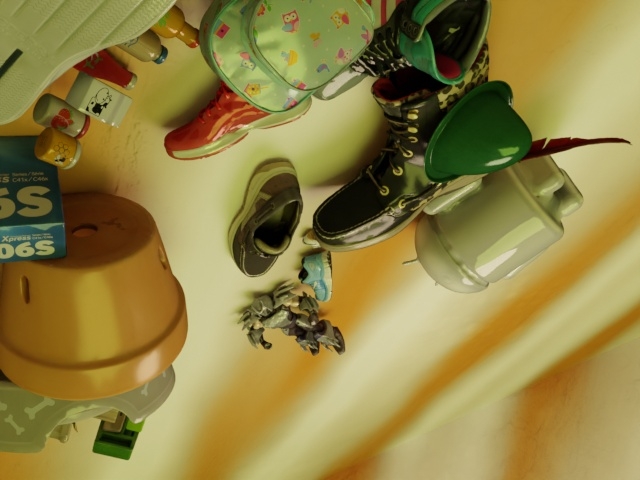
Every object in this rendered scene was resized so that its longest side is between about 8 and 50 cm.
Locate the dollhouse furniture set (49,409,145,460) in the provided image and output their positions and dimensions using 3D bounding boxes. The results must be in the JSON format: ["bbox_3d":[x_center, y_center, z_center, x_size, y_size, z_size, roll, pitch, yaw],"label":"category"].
[{"bbox_3d":[-0.530,0.339,1.385,0.302,0.151,0.197,18,122,-12],"label":"dollhouse furniture set"}]

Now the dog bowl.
[{"bbox_3d":[-0.427,0.213,1.054,0.349,0.349,0.102,-8,107,-21],"label":"dog bowl"}]

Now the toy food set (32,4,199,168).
[{"bbox_3d":[-0.250,-0.188,0.753,0.105,0.111,0.232,25,95,-50],"label":"toy food set"}]

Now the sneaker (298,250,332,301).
[{"bbox_3d":[-0.011,0.076,1.338,0.073,0.063,0.162,-1,142,2],"label":"sneaker"}]

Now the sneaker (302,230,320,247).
[{"bbox_3d":[0.000,0.000,1.253,0.083,0.031,0.037,13,146,-35],"label":"sneaker"}]

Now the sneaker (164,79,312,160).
[{"bbox_3d":[-0.134,-0.204,0.865,0.221,0.087,0.128,-23,130,0],"label":"sneaker"}]

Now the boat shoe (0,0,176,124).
[{"bbox_3d":[-0.260,-0.249,0.633,0.335,0.119,0.121,-25,134,24],"label":"boat shoe"}]

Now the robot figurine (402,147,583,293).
[{"bbox_3d":[0.335,-0.027,1.247,0.353,0.199,0.300,-39,120,23],"label":"robot figurine"}]

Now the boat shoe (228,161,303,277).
[{"bbox_3d":[-0.096,-0.014,1.115,0.103,0.092,0.285,-4,142,-26],"label":"boat shoe"}]

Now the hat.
[{"bbox_3d":[0.283,-0.119,0.902,0.173,0.183,0.208,6,124,-51],"label":"hat"}]

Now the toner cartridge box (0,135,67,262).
[{"bbox_3d":[-0.507,-0.047,0.769,0.348,0.165,0.075,-6,142,-24],"label":"toner cartridge box"}]

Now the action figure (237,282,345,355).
[{"bbox_3d":[-0.063,0.189,1.417,0.186,0.099,0.285,-25,144,26],"label":"action figure"}]

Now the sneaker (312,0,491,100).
[{"bbox_3d":[0.107,-0.254,0.818,0.124,0.178,0.295,17,130,-44],"label":"sneaker"}]

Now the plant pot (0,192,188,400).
[{"bbox_3d":[-0.349,0.063,0.939,0.291,0.290,0.203,-8,127,-21],"label":"plant pot"}]

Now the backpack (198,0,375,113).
[{"bbox_3d":[-0.044,-0.245,0.732,0.188,0.144,0.166,-44,127,10],"label":"backpack"}]

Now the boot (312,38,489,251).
[{"bbox_3d":[0.127,-0.152,1.010,0.378,0.138,0.284,-27,148,0],"label":"boot"}]
